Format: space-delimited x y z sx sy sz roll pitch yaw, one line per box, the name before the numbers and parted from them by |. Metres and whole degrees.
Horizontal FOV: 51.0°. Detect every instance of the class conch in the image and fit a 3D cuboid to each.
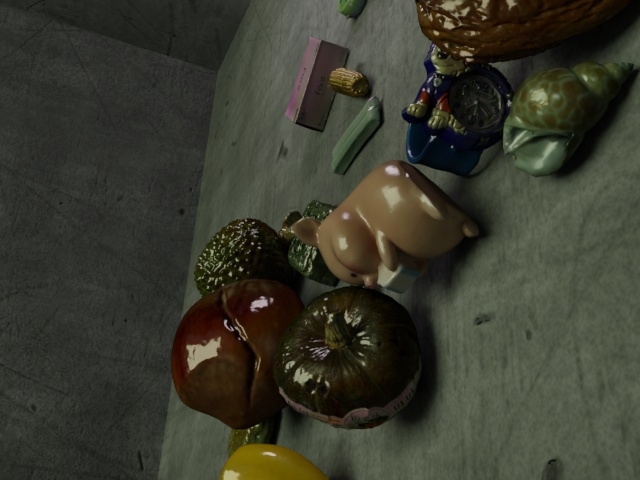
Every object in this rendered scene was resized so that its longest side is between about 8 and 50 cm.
conch | 0.312 -0.169 0.895 0.116 0.106 0.173 49 145 40

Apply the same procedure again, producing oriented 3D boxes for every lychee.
lychee | -0.191 0.062 1.850 0.270 0.320 0.270 175 90 -88

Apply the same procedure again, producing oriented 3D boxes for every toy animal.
toy animal | -0.066 0.583 1.281 0.247 0.277 0.345 83 -164 -53
toy animal | 0.118 -0.011 1.146 0.256 0.195 0.213 -45 44 24

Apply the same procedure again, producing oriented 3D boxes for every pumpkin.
pumpkin | 0.046 0.189 1.150 0.189 0.260 0.260 71 -170 -48

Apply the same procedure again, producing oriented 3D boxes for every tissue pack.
tissue pack | -0.015 -0.456 1.952 0.148 0.092 0.246 -126 52 -66

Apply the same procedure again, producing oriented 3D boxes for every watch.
watch | 0.216 -0.214 1.116 0.200 0.171 0.196 137 155 -75

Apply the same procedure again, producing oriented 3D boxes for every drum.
drum | 0.119 -0.699 1.814 0.253 0.049 0.130 153 127 -64

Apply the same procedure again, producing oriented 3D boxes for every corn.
corn | 0.072 -0.407 1.727 0.207 0.068 0.068 -131 57 -67

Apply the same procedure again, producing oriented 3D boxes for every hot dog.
hot dog | 0.307 -0.394 0.911 0.387 0.174 0.267 -38 34 30

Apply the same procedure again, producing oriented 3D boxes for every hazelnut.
hazelnut | -0.185 0.263 1.618 0.315 0.372 0.372 67 -161 -55

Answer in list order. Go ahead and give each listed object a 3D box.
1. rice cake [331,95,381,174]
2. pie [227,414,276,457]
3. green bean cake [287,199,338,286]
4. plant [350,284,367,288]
rice cake | 0.084 -0.253 1.634 0.222 0.042 0.080 128 147 -50
pie | -0.185 0.499 1.830 0.277 0.078 0.277 -163 90 -74
green bean cake | 0.000 0.000 1.633 0.185 0.094 0.183 -69 20 5
plant | 0.085 0.136 1.337 0.174 0.087 0.085 -98 4 -55
